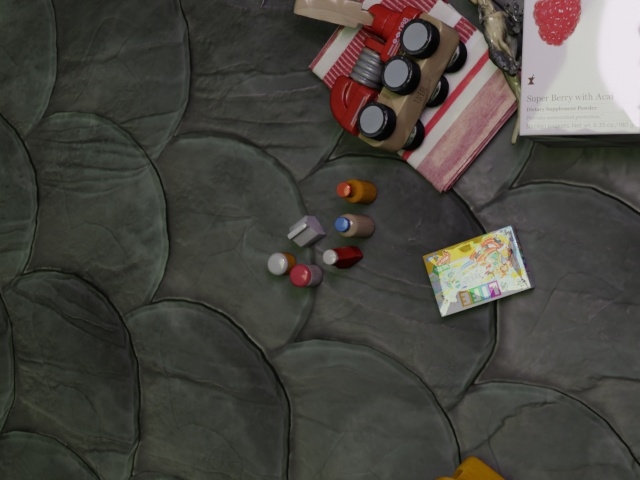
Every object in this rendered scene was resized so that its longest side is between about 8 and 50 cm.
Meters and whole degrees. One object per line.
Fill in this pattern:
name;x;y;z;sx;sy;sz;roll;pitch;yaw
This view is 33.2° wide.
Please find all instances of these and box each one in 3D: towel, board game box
towel;0.160;-0.269;1.746;0.329;0.037;0.237;45;107;20
board game box;0.250;0.049;1.700;0.154;0.026;0.104;-21;81;23

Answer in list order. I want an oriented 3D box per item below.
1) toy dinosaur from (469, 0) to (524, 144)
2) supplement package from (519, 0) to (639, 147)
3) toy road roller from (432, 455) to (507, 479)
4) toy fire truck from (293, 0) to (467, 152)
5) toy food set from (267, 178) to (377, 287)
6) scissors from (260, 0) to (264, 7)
toy dinosaur;0.278;-0.287;1.613;0.064;0.118;0.268;-14;84;-6
supplement package;0.397;-0.289;1.557;0.177;0.175;0.293;1;89;26
toy road roller;0.198;0.486;1.650;0.202;0.240;0.330;39;142;20
toy fire truck;0.068;-0.287;1.701;0.246;0.158;0.217;37;106;34
toy food set;0.000;0.000;1.775;0.232;0.104;0.111;-37;74;20
scissors;-0.098;-0.563;1.884;0.109;0.021;0.297;21;99;23
